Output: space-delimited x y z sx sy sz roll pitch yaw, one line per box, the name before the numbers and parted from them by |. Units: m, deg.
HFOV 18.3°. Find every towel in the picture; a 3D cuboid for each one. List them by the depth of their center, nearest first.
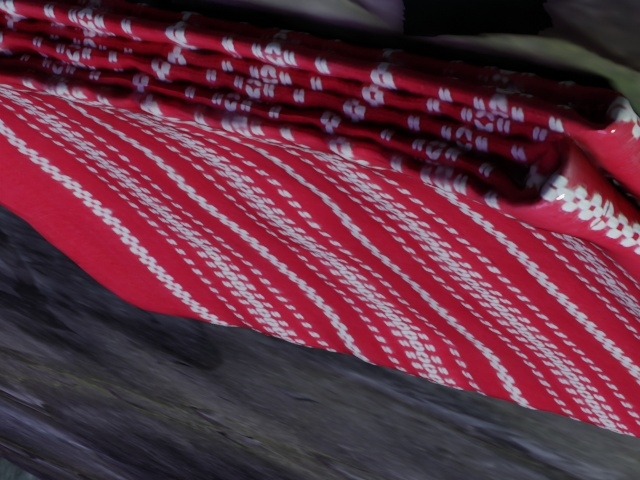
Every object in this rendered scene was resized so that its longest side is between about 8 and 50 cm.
towel | 0.000 0.000 0.522 0.275 0.031 0.199 15 162 40
